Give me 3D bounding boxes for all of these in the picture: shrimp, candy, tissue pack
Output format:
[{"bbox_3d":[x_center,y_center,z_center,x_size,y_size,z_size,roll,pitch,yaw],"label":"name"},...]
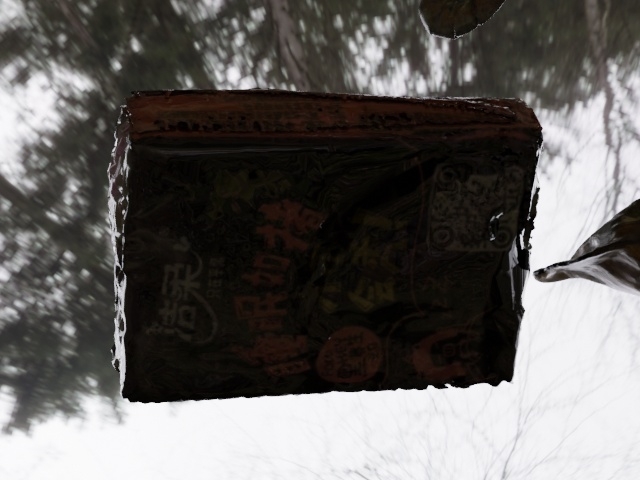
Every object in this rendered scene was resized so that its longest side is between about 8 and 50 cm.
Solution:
[{"bbox_3d":[0.140,-0.246,1.344,0.091,0.034,0.161,19,-93,39],"label":"shrimp"},{"bbox_3d":[0.312,0.001,1.245,0.271,0.143,0.101,-7,-103,-8],"label":"candy"},{"bbox_3d":[0.000,0.000,1.217,0.332,0.123,0.245,-1,-64,-14],"label":"tissue pack"}]
